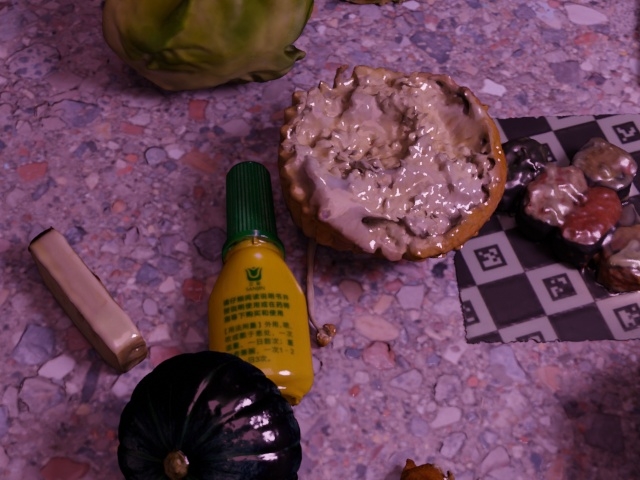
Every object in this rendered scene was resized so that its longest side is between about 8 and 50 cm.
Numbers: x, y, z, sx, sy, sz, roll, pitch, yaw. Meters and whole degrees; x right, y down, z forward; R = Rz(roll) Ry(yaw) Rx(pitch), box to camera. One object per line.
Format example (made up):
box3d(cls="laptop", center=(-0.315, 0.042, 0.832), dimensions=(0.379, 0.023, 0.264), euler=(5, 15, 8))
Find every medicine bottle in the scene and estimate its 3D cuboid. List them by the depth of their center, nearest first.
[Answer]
box3d(cls="medicine bottle", center=(-0.074, 0.043, 1.192), dimensions=(0.111, 0.076, 0.309), euler=(-2, 58, -7))

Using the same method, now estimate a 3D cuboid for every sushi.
box3d(cls="sushi", center=(0.122, 0.269, 1.075), dimensions=(0.060, 0.061, 0.118), euler=(1, 52, -53))
box3d(cls="sushi", center=(0.313, -0.044, 1.272), dimensions=(0.320, 0.069, 0.339), euler=(-1, 58, -3))

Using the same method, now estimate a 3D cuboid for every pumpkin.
box3d(cls="pumpkin", center=(-0.111, 0.202, 1.035), dimensions=(0.194, 0.194, 0.150), euler=(17, 30, 8))

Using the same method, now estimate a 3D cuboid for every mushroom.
box3d(cls="mushroom", center=(-0.006, -0.001, 1.258), dimensions=(0.028, 0.026, 0.286), euler=(7, 54, -17))

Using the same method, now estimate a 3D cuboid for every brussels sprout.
box3d(cls="brussels sprout", center=(-0.129, -0.318, 1.330), dimensions=(0.294, 0.227, 0.259), euler=(-38, 50, 13))

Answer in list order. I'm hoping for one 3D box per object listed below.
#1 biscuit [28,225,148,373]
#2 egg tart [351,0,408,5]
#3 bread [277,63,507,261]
box3d(cls="biscuit", center=(-0.262, 0.064, 1.181), dimensions=(0.052, 0.056, 0.188), euler=(-34, 66, -23))
box3d(cls="egg tart", center=(0.078, -0.467, 1.507), dimensions=(0.288, 0.118, 0.288), euler=(0, 54, 0))
box3d(cls="bread", center=(0.079, -0.083, 1.229), dimensions=(0.274, 0.149, 0.274), euler=(4, 60, -6))
